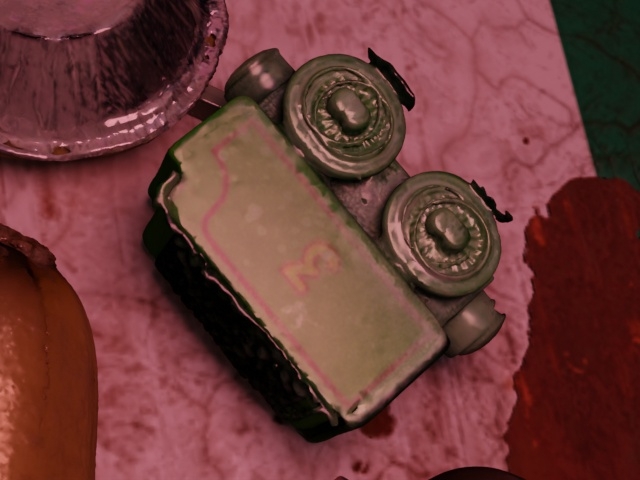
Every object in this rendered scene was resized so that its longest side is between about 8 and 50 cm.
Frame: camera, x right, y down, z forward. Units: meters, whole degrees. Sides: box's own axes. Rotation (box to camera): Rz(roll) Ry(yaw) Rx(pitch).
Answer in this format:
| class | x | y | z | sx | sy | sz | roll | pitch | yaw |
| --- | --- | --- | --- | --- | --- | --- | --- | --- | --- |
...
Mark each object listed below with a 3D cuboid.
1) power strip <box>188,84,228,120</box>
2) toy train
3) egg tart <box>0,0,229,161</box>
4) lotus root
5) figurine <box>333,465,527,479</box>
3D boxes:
| class | x | y | z | sx | sy | sz | roll | pitch | yaw |
| --- | --- | --- | --- | --- | --- | --- | --- | --- | --- |
| power strip | -0.085 | -0.099 | 0.997 | 0.083 | 0.027 | 0.017 | 26 | 60 | -7 |
| toy train | 0.000 | 0.000 | 0.927 | 0.188 | 0.132 | 0.243 | -38 | 89 | -21 |
| egg tart | -0.175 | -0.161 | 0.944 | 0.234 | 0.094 | 0.234 | 5 | 63 | -9 |
| lotus root | -0.201 | 0.133 | 0.801 | 0.146 | 0.131 | 0.303 | 2 | 65 | 7 |
| figurine | 0.122 | 0.224 | 0.874 | 0.275 | 0.161 | 0.158 | 32 | 21 | -7 |
